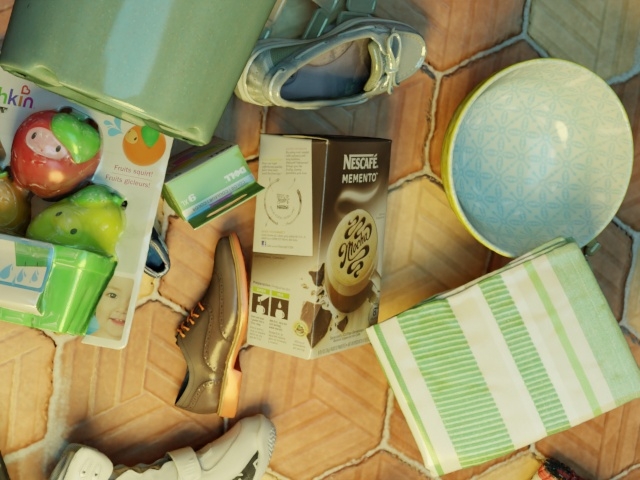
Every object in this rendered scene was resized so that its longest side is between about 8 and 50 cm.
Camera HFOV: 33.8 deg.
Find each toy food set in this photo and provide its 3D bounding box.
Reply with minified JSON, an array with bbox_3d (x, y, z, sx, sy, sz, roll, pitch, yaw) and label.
[{"bbox_3d":[0.405,0.025,1.680,0.078,0.019,0.122,13,103,-17],"label":"toy food set"}]

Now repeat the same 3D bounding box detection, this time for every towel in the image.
[{"bbox_3d":[0.256,0.164,1.471,0.325,0.038,0.247,-24,84,1],"label":"towel"}]

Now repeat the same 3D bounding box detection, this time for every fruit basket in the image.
[{"bbox_3d":[-0.367,-0.062,1.347,0.327,0.165,0.353,12,90,8],"label":"fruit basket"}]

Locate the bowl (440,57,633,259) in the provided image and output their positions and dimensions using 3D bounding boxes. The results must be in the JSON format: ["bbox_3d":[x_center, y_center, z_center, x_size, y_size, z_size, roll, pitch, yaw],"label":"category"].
[{"bbox_3d":[0.295,-0.123,1.553,0.290,0.156,0.289,-2,99,-15],"label":"bowl"}]

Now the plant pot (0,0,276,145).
[{"bbox_3d":[-0.190,-0.305,1.201,0.341,0.341,0.334,21,89,-17],"label":"plant pot"}]

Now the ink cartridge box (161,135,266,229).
[{"bbox_3d":[-0.155,-0.082,1.407,0.109,0.209,0.062,-29,107,-10],"label":"ink cartridge box"}]

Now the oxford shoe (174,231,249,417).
[{"bbox_3d":[-0.157,0.121,1.501,0.098,0.097,0.271,5,97,-9],"label":"oxford shoe"}]

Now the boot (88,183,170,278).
[{"bbox_3d":[-0.271,-0.030,1.447,0.069,0.086,0.190,-43,107,-5],"label":"boot"}]

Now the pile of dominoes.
[{"bbox_3d":[-0.005,-0.334,1.472,0.196,0.040,0.251,25,94,-51],"label":"pile of dominoes"}]

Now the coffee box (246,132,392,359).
[{"bbox_3d":[0.000,0.000,1.474,0.168,0.119,0.297,-8,105,-54],"label":"coffee box"}]

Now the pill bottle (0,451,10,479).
[{"bbox_3d":[-0.485,0.313,1.399,0.130,0.130,0.245,-16,112,-13],"label":"pill bottle"}]

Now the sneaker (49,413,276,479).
[{"bbox_3d":[-0.239,0.333,1.477,0.366,0.137,0.210,-43,99,-21],"label":"sneaker"}]

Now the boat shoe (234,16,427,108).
[{"bbox_3d":[0.033,-0.236,1.448,0.320,0.103,0.118,-13,120,-37],"label":"boat shoe"}]

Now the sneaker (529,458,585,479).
[{"bbox_3d":[0.422,0.441,1.726,0.225,0.088,0.092,33,109,-18],"label":"sneaker"}]
